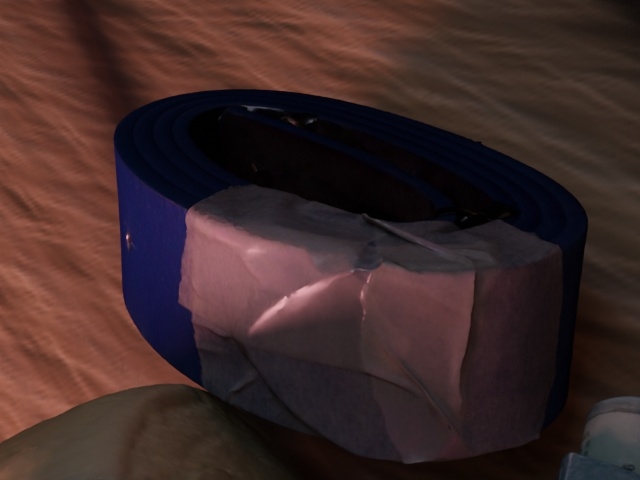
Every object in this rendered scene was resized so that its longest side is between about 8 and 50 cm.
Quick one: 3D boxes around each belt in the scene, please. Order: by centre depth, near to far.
[{"bbox_3d":[0.000,0.000,0.722,0.212,0.117,0.347,-13,27,-33],"label":"belt"}]

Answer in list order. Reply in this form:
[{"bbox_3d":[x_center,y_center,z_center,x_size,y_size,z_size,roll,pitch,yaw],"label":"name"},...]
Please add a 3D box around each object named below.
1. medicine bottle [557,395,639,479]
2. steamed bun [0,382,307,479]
[{"bbox_3d":[0.121,0.200,0.580,0.124,0.079,0.258,0,56,34],"label":"medicine bottle"},{"bbox_3d":[-0.129,0.200,0.612,0.290,0.272,0.273,-32,44,1],"label":"steamed bun"}]
